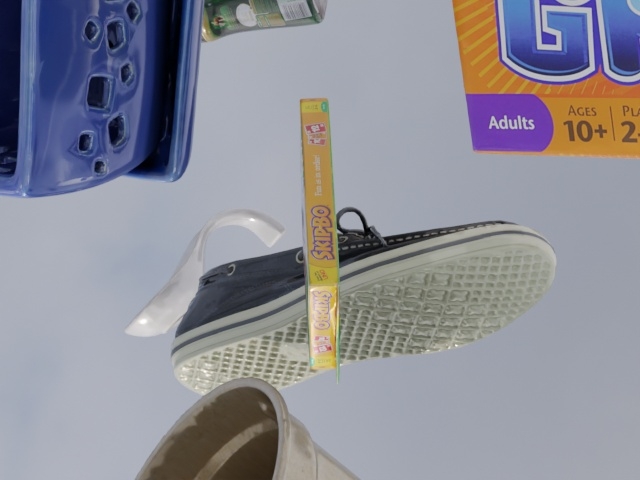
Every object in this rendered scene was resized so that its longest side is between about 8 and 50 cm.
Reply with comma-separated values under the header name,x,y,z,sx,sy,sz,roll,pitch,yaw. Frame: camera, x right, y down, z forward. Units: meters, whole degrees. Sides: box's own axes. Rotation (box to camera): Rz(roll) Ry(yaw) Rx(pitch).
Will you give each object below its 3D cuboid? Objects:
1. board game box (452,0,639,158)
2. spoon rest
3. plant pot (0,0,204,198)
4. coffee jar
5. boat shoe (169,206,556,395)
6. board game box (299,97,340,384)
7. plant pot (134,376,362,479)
name,x,y,z,sx,sy,sz,roll,pitch,yaw
board game box,0.337,-0.280,1.478,0.356,0.356,0.356,-27,-67,-47
spoon rest,-0.168,0.038,2.542,0.084,0.137,0.276,48,-127,4
plant pot,-0.234,-0.162,1.602,0.212,0.236,0.236,-1,-82,-45
coffee jar,-0.087,-0.295,2.268,0.079,0.184,0.096,67,-157,-43
boat shoe,0.040,0.052,2.188,0.187,0.500,0.156,41,-138,-41
board game box,0.000,0.000,1.764,0.124,0.039,0.259,89,176,-49
plant pot,-0.029,0.368,2.055,0.305,0.334,0.334,33,-138,-24
